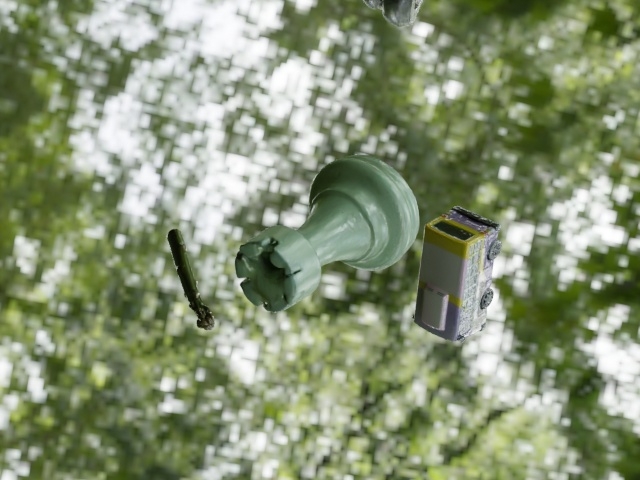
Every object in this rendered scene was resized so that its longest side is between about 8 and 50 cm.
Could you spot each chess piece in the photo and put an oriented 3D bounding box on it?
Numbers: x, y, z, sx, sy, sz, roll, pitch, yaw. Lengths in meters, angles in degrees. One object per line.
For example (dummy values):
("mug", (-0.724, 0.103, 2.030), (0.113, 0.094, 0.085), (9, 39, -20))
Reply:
("chess piece", (0.000, 0.000, 0.948), (0.067, 0.103, 0.067), (20, -55, 31))

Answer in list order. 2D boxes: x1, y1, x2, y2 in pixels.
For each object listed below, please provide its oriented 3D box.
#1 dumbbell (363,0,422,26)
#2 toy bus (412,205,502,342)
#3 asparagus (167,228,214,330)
("dumbbell", (-0.020, -0.216, 1.135), (0.110, 0.254, 0.110), (16, 90, -85))
("toy bus", (0.110, 0.031, 1.431), (0.052, 0.058, 0.102), (26, -55, 33))
("asparagus", (-0.104, 0.032, 1.394), (0.018, 0.015, 0.127), (-39, -142, 11))
